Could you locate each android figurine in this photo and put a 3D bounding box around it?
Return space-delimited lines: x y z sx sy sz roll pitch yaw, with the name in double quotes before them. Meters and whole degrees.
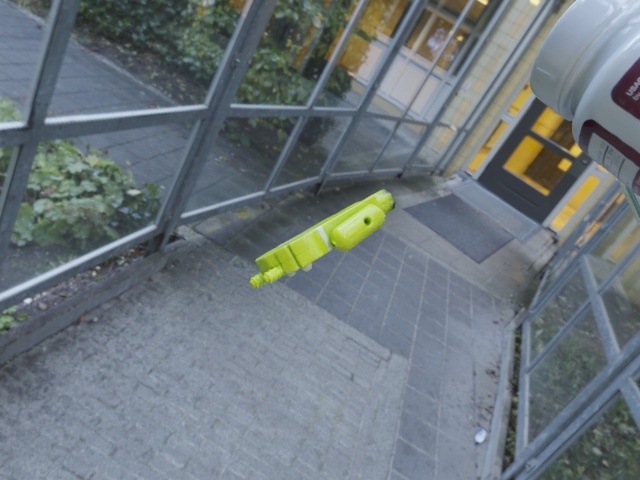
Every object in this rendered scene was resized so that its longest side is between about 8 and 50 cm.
"android figurine" 0.000 0.000 0.871 0.273 0.248 0.056 -33 95 -31

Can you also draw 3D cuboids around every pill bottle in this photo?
"pill bottle" 0.468 -0.146 0.623 0.224 0.224 0.392 2 43 -48

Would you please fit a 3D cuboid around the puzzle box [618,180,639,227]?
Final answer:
"puzzle box" 0.763 -0.018 0.944 0.408 0.272 0.052 64 31 -4
